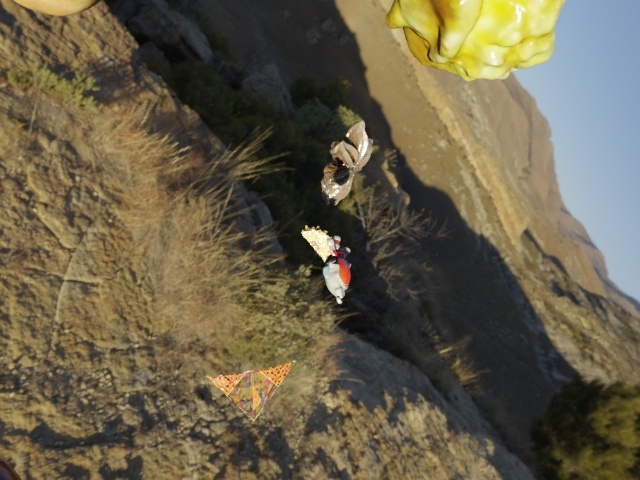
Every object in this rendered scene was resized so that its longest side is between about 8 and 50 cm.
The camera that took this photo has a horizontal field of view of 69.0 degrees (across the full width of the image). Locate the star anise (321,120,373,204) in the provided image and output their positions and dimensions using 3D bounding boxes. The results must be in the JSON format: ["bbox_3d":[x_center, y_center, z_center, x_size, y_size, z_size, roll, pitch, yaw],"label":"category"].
[{"bbox_3d":[0.060,-0.189,1.137,0.073,0.212,0.197,30,-9,16],"label":"star anise"}]

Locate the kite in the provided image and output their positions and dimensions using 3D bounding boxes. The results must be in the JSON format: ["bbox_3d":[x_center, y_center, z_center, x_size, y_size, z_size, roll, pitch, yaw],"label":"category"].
[{"bbox_3d":[-0.162,0.364,1.102,0.008,0.222,0.125,73,8,-59],"label":"kite"}]

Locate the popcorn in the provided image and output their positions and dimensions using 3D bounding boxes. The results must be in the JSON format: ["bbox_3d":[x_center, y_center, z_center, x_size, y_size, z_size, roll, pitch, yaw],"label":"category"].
[{"bbox_3d":[0.226,-0.400,0.674,0.335,0.274,0.279,59,39,-30],"label":"popcorn"}]

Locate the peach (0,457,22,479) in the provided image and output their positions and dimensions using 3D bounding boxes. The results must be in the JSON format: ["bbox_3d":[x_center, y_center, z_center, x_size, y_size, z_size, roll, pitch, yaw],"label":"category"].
[{"bbox_3d":[-0.731,0.565,0.975,0.243,0.243,0.199,62,-2,-3],"label":"peach"}]

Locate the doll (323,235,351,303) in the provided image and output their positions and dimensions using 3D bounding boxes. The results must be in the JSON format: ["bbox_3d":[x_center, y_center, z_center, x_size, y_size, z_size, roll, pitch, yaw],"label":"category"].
[{"bbox_3d":[0.023,0.043,0.665,0.114,0.039,0.057,-83,174,-45],"label":"doll"}]

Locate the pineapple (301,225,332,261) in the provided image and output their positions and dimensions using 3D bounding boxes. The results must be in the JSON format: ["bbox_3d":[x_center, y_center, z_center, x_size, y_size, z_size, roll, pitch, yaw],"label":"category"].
[{"bbox_3d":[0.000,0.000,0.943,0.083,0.045,0.019,49,9,-15],"label":"pineapple"}]

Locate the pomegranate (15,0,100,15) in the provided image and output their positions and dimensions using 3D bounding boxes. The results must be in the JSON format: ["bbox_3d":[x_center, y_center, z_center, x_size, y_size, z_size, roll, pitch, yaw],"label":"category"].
[{"bbox_3d":[-0.410,-0.441,0.708,0.191,0.191,0.191,45,29,-35],"label":"pomegranate"}]
